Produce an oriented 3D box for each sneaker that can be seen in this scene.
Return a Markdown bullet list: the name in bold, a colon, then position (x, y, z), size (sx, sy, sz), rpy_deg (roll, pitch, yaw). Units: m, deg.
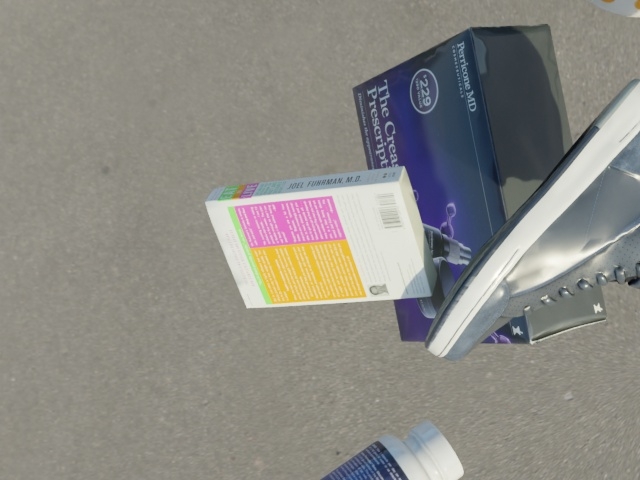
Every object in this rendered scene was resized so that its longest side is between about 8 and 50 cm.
- **sneaker**: position (0.191, 0.031, 0.504), size (0.163, 0.086, 0.226), rpy_deg (42, 100, 5)

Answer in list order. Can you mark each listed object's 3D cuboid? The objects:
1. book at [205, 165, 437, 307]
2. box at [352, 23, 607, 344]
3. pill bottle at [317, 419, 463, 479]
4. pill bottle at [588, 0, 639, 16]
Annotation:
- **book**: position (0.000, 0.000, 0.536), size (0.144, 0.096, 0.035), rpy_deg (-3, 37, 24)
- **box**: position (0.138, -0.042, 0.709), size (0.184, 0.103, 0.261), rpy_deg (-12, 89, 57)
- **pill bottle**: position (0.063, 0.265, 0.804), size (0.169, 0.094, 0.094), rpy_deg (-32, 67, -12)
- **pill bottle**: position (0.313, -0.338, 0.655), size (0.162, 0.278, 0.162), rpy_deg (0, 67, 1)
